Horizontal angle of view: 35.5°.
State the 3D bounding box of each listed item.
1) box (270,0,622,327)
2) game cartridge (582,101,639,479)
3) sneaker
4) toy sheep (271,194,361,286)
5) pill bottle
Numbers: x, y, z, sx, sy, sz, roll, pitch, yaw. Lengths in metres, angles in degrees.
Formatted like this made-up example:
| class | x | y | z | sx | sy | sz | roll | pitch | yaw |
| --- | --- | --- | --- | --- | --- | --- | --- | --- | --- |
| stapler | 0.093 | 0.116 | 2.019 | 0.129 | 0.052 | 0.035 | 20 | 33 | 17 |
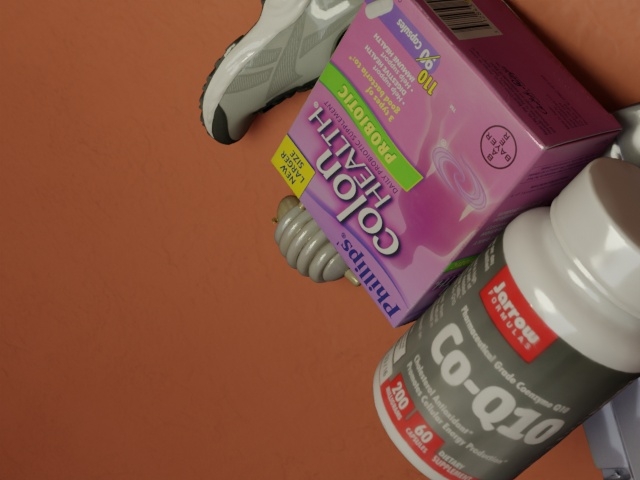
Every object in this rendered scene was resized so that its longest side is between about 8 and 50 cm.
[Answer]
| class | x | y | z | sx | sy | sz | roll | pitch | yaw |
| --- | --- | --- | --- | --- | --- | --- | --- | --- | --- |
| box | 0.099 | -0.085 | 0.894 | 0.213 | 0.117 | 0.243 | 54 | 135 | 21 |
| game cartridge | 0.313 | 0.053 | 0.870 | 0.230 | 0.068 | 0.355 | -15 | 93 | 35 |
| sneaker | -0.030 | -0.176 | 0.982 | 0.108 | 0.100 | 0.271 | 42 | 132 | -2 |
| toy sheep | 0.000 | 0.000 | 1.074 | 0.132 | 0.091 | 0.091 | 47 | 135 | 26 |
| pill bottle | 0.183 | 0.075 | 0.834 | 0.161 | 0.161 | 0.283 | 42 | 125 | 5 |
